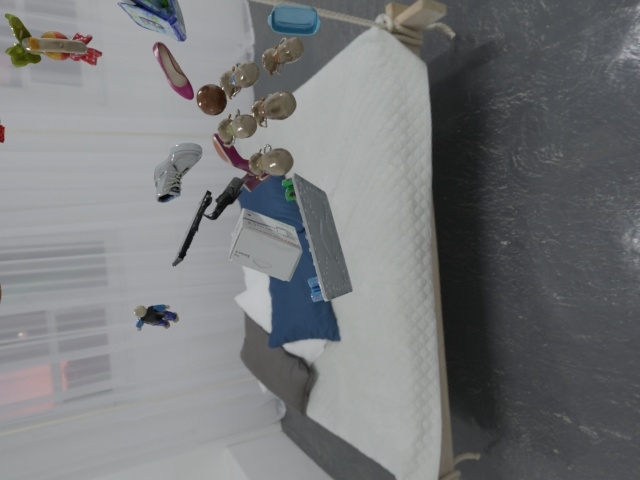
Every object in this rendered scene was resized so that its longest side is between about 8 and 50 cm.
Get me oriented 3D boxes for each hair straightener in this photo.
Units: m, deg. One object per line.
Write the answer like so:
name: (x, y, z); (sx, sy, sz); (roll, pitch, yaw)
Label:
hair straightener: (-0.291, -0.138, 1.250); (0.230, 0.047, 0.088); (-61, -5, -53)

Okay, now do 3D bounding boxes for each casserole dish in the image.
casserole dish: (-0.092, -0.790, 1.470); (0.114, 0.189, 0.036); (111, 158, -71)

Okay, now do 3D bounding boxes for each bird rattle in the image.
bird rattle: (-0.788, -0.572, 1.239); (0.207, 0.254, 0.142); (28, 115, 45)

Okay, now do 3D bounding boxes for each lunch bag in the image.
lunch bag: (-0.288, -0.410, 0.684); (0.151, 0.096, 0.129); (48, -178, -14)

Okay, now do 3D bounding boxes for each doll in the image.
doll: (-0.536, 0.247, 1.329); (0.046, 0.129, 0.189); (53, 176, 23)

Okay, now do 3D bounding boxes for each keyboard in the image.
keyboard: (-0.478, -0.060, 1.577); (0.202, 0.033, 0.316); (-35, 35, 52)

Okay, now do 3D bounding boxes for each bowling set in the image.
bowling set: (-0.155, -0.272, 0.808); (0.154, 0.200, 0.286); (13, 96, 56)

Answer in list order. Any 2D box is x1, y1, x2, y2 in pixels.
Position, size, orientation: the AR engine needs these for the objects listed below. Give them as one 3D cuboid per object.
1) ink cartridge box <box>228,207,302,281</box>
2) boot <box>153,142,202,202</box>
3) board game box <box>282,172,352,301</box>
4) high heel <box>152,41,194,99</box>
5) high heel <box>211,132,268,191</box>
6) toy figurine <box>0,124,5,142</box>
ink cartridge box: (-0.179, 0.006, 1.337); (0.273, 0.199, 0.114); (-119, 52, -71)
boot: (-0.438, -0.198, 1.272); (0.258, 0.095, 0.123); (-21, 70, 48)
board game box: (0.000, 0.000, 1.375); (0.390, 0.051, 0.389); (9, -115, -74)
high heel: (-0.606, -0.703, 1.716); (0.243, 0.082, 0.117); (62, 166, -18)
high heel: (-0.366, -0.408, 1.969); (0.127, 0.181, 0.377); (36, 167, 33)
toy figurine: (-1.032, -0.232, 1.058); (0.191, 0.363, 0.217); (-101, 29, -51)
